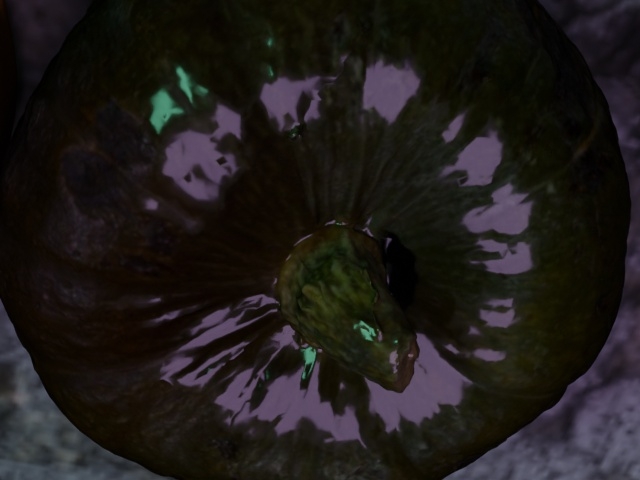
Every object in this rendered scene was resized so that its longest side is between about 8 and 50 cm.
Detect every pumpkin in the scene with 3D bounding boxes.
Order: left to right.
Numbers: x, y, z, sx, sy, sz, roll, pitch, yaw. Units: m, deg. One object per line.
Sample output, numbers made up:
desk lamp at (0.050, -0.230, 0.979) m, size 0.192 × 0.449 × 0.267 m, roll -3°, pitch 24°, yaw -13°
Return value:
pumpkin at (0.000, 0.000, 0.498) m, size 0.219 × 0.162 × 0.219 m, roll -4°, pitch 120°, yaw -6°

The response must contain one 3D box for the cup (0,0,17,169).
cup at (-0.164, -0.038, 0.413) m, size 0.226 × 0.264 × 0.182 m, roll -37°, pitch 110°, yaw 5°
